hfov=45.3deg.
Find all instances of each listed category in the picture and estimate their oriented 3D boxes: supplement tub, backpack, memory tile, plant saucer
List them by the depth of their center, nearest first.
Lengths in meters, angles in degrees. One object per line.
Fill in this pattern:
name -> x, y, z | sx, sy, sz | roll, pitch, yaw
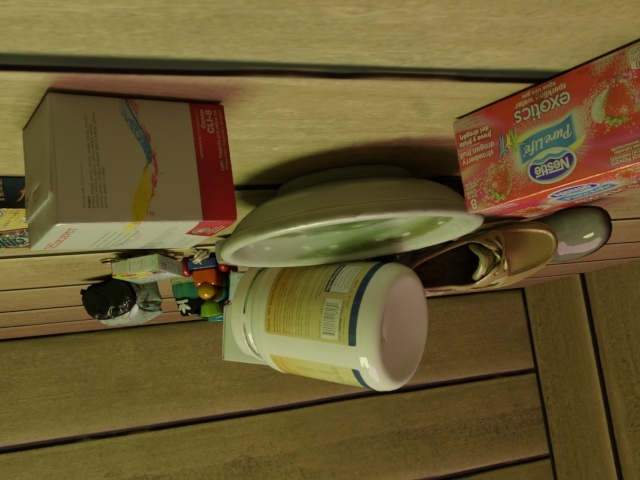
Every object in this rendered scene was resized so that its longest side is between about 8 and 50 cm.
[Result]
plant saucer -> 0.043, -0.041, 1.174 | 0.401, 0.100, 0.400 | -7, 171, -1
supplement tub -> 0.015, 0.143, 1.419 | 0.316, 0.228, 0.228 | 4, 179, 33
memory tile -> -0.370, 0.039, 1.595 | 0.148, 0.012, 0.113 | -10, 170, 18
backpack -> -0.462, 0.143, 1.840 | 0.152, 0.115, 0.182 | -14, 172, 20

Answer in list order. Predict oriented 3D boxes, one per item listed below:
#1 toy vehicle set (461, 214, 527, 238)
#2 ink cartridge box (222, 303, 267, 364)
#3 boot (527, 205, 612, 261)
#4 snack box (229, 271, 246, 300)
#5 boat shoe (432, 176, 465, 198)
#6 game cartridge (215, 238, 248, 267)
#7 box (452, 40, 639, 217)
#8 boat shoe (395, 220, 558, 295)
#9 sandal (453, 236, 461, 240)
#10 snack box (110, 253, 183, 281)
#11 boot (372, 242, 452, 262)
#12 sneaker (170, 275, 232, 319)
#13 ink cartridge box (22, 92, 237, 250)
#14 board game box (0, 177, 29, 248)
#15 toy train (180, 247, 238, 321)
toy vehicle set -> 0.311, -0.046, 1.552 | 0.166, 0.035, 0.267 | -2, 169, -31
ink cartridge box -> -0.051, 0.207, 1.752 | 0.223, 0.129, 0.307 | 2, 179, 24
boot -> 0.437, 0.018, 1.649 | 0.338, 0.118, 0.223 | -19, 178, 36
snack box -> -0.085, 0.105, 1.723 | 0.175, 0.070, 0.207 | 2, 179, 16
boat shoe -> 0.241, -0.080, 1.257 | 0.142, 0.049, 0.040 | 1, 167, -30
game cartridge -> 0.000, 0.000, 1.521 | 0.355, 0.068, 0.230 | -11, 174, 20
box -> 0.292, -0.112, 0.867 | 0.128, 0.122, 0.257 | 1, 167, -40
boat shoe -> 0.314, 0.044, 1.493 | 0.341, 0.121, 0.110 | -16, 180, -7
sandal -> 0.227, -0.026, 1.427 | 0.090, 0.060, 0.219 | 17, 160, -8
snack box -> -0.352, 0.059, 1.572 | 0.100, 0.037, 0.141 | -8, 171, 8
boot -> 0.252, 0.037, 1.945 | 0.190, 0.076, 0.208 | -10, 177, 25
sneaker -> -0.280, 0.144, 1.965 | 0.108, 0.121, 0.302 | -12, 170, 25
ink cartridge box -> -0.194, -0.062, 0.764 | 0.176, 0.127, 0.128 | -2, 170, -32
board game box -> -0.436, -0.032, 1.021 | 0.165, 0.042, 0.243 | -1, 169, -33
toy train -> -0.247, 0.102, 1.669 | 0.105, 0.143, 0.248 | -9, 171, 5
